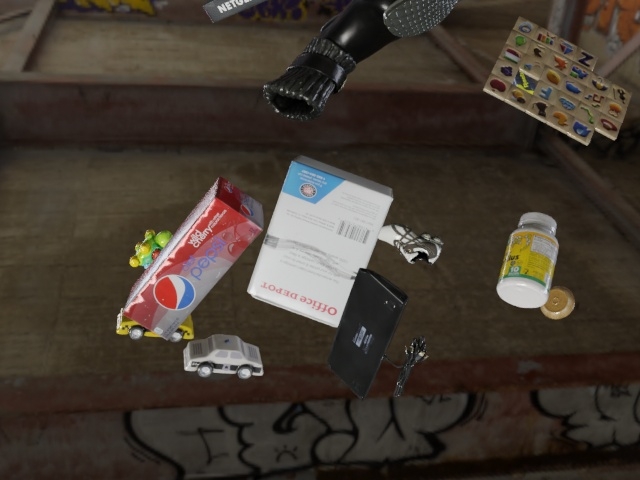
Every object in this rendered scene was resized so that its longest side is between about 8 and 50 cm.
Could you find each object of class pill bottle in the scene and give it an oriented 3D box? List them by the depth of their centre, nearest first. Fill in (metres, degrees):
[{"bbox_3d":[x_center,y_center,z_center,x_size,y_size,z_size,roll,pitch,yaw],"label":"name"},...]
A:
[{"bbox_3d":[0.489,0.042,1.820,0.117,0.117,0.208,14,-118,13],"label":"pill bottle"}]

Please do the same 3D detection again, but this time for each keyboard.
[{"bbox_3d":[0.115,0.209,1.528,0.033,0.317,0.201,-27,-122,-36],"label":"keyboard"}]

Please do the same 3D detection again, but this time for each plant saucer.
[{"bbox_3d":[0.565,0.146,1.867,0.083,0.083,0.015,34,179,38],"label":"plant saucer"}]

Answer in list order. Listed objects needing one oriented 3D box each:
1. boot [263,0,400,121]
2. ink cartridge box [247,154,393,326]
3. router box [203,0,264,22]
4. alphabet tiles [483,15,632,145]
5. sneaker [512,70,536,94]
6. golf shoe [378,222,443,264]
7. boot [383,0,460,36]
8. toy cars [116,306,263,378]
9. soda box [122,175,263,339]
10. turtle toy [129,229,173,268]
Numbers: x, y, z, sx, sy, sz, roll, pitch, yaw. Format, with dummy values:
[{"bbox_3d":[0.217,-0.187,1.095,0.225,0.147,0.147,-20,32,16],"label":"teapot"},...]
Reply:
[{"bbox_3d":[0.039,-0.386,1.626,0.260,0.131,0.348,-50,-167,-23],"label":"boot"},{"bbox_3d":[0.000,0.000,1.685,0.223,0.307,0.129,20,-167,0],"label":"ink cartridge box"},{"bbox_3d":[-0.136,-0.516,1.575,0.179,0.046,0.133,-11,-142,34],"label":"router box"},{"bbox_3d":[0.416,-0.269,1.340,0.237,0.009,0.198,29,-120,2],"label":"alphabet tiles"},{"bbox_3d":[0.435,-0.367,1.734,0.053,0.059,0.144,-8,-108,-5],"label":"sneaker"},{"bbox_3d":[0.244,0.012,2.219,0.198,0.077,0.094,13,-122,17],"label":"golf shoe"},{"bbox_3d":[0.201,-0.500,1.522,0.246,0.083,0.161,-33,-131,-6],"label":"boot"},{"bbox_3d":[-0.310,0.221,1.864,0.394,0.087,0.176,23,-155,22],"label":"toy cars"},{"bbox_3d":[-0.202,0.030,1.234,0.092,0.263,0.083,35,-159,-18],"label":"soda box"},{"bbox_3d":[-0.428,0.020,1.989,0.066,0.130,0.095,35,-155,-18],"label":"turtle toy"}]
